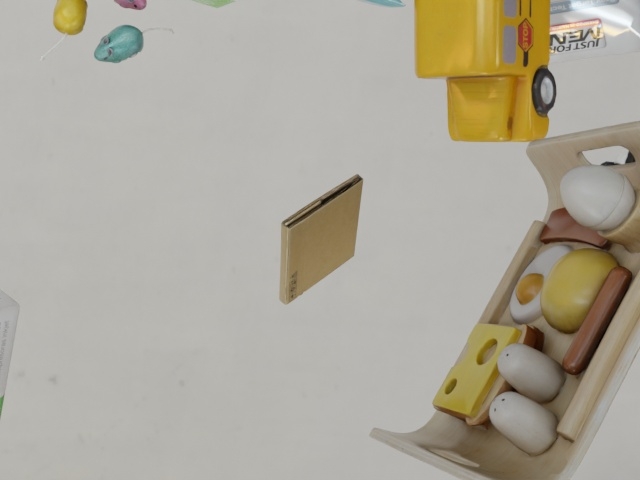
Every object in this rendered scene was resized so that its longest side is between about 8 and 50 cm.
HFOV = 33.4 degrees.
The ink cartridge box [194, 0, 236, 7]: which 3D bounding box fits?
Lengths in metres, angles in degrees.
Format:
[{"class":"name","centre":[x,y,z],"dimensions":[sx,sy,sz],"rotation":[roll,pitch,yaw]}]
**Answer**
[{"class":"ink cartridge box","centre":[-0.152,-0.427,1.492],"dimensions":[0.198,0.273,0.114],"rotation":[11,83,-35]}]

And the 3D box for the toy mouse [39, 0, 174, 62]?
[{"class":"toy mouse","centre":[-0.243,-0.271,1.274],"dimensions":[0.143,0.031,0.161],"rotation":[15,77,-12]}]

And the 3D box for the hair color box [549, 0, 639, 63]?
[{"class":"hair color box","centre":[0.289,-0.408,1.303],"dimensions":[0.185,0.113,0.374],"rotation":[-5,122,27]}]

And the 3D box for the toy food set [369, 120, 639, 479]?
[{"class":"toy food set","centre":[0.160,0.046,0.849],"dimensions":[0.092,0.220,0.306],"rotation":[35,78,-16]}]

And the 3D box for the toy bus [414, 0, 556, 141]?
[{"class":"toy bus","centre":[0.168,-0.268,1.107],"dimensions":[0.130,0.108,0.332],"rotation":[-10,101,-50]}]

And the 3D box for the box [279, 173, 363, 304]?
[{"class":"box","centre":[0.000,0.000,1.750],"dimensions":[0.164,0.021,0.201],"rotation":[-35,150,-28]}]

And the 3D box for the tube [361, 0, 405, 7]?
[{"class":"tube","centre":[0.045,-0.286,1.184],"dimensions":[0.080,0.207,0.052],"rotation":[8,112,-5]}]

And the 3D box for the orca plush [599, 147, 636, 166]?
[{"class":"orca plush","centre":[0.530,-0.055,1.821],"dimensions":[0.151,0.102,0.287],"rotation":[23,120,-11]}]

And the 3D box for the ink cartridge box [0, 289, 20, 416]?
[{"class":"ink cartridge box","centre":[-0.429,0.143,0.951],"dimensions":[0.278,0.117,0.201],"rotation":[-10,121,-52]}]
